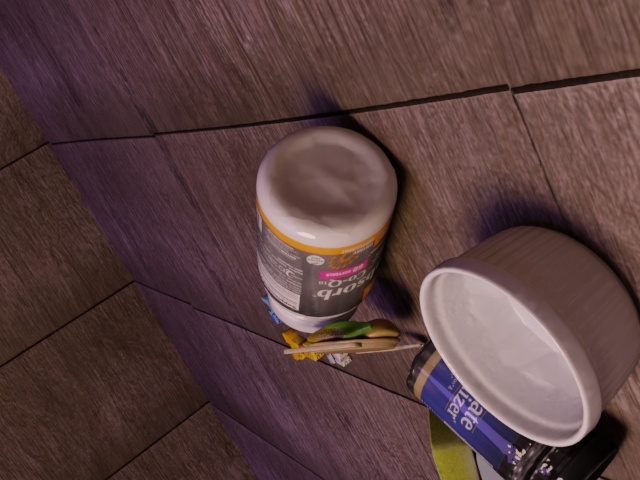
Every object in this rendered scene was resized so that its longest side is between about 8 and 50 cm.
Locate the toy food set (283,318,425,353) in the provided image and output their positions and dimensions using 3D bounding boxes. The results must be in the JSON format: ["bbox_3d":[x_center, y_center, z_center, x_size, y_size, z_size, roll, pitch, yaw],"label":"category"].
[{"bbox_3d":[0.049,0.128,1.066,0.132,0.192,0.038,-10,77,33],"label":"toy food set"}]

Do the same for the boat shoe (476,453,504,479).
[{"bbox_3d":[0.283,0.357,1.018,0.113,0.105,0.306,18,132,61],"label":"boat shoe"}]

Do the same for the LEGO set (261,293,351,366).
[{"bbox_3d":[-0.019,0.145,1.340,0.093,0.087,0.227,17,139,57],"label":"LEGO set"}]

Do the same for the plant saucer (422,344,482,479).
[{"bbox_3d":[0.181,0.261,1.059,0.188,0.045,0.188,-86,-20,-54],"label":"plant saucer"}]

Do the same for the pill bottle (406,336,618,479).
[{"bbox_3d":[0.212,0.191,0.895,0.219,0.123,0.122,41,154,29],"label":"pill bottle"}]

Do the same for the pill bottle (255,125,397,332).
[{"bbox_3d":[0.000,0.000,0.997,0.162,0.162,0.278,46,157,21],"label":"pill bottle"}]

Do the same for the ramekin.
[{"bbox_3d":[0.206,0.083,0.773,0.207,0.109,0.207,43,155,27],"label":"ramekin"}]
